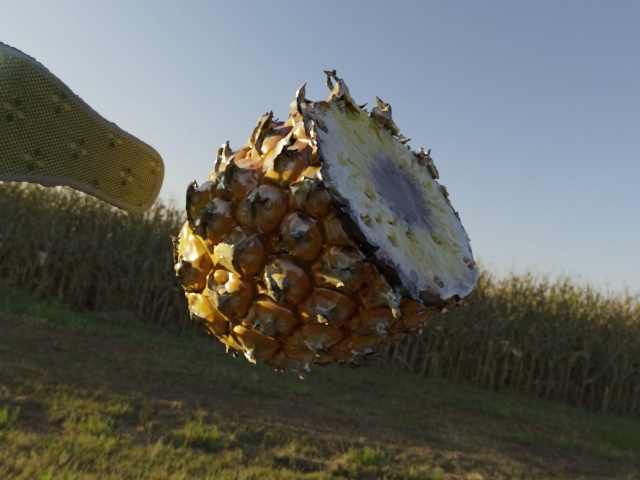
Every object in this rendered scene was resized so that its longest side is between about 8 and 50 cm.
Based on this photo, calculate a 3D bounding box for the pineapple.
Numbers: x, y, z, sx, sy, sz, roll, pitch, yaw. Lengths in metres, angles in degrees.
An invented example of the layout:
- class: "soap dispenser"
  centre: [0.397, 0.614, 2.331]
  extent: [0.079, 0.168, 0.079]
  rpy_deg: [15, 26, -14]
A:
- class: "pineapple"
  centre: [-0.002, -0.002, 0.672]
  extent: [0.300, 0.352, 0.352]
  rpy_deg: [-27, -29, 35]

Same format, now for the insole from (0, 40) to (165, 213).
- class: "insole"
  centre: [-0.237, -0.089, 0.486]
  extent: [0.007, 0.109, 0.322]
  rpy_deg: [18, -5, 19]
